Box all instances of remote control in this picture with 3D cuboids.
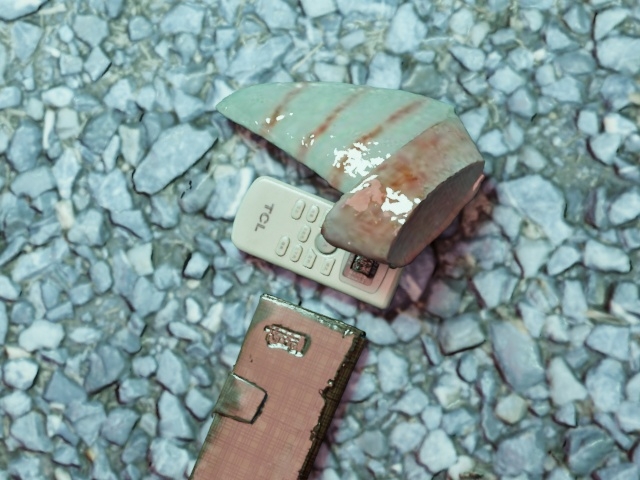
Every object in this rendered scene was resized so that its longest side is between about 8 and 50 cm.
[{"bbox_3d":[0.000,0.000,1.846,0.190,0.029,0.087,23,88,12],"label":"remote control"}]

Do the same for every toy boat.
[{"bbox_3d":[0.023,-0.103,1.831,0.282,0.096,0.206,33,70,27],"label":"toy boat"}]

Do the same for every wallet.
[{"bbox_3d":[-0.048,0.181,1.828,0.124,0.042,0.230,22,89,9],"label":"wallet"}]
